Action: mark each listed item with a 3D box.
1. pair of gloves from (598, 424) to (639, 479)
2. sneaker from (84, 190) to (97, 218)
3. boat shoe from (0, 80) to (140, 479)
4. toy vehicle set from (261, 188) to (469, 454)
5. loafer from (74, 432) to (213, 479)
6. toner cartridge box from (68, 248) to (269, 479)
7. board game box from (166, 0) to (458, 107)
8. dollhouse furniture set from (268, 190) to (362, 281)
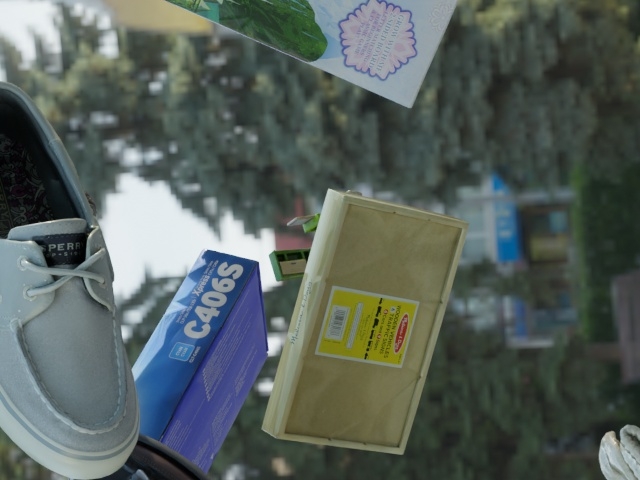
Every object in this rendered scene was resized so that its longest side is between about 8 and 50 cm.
[{"bbox_3d":[0.297,0.254,1.306,0.240,0.042,0.204,56,180,11],"label":"pair of gloves"},{"bbox_3d":[-0.284,0.024,1.634,0.281,0.106,0.163,-137,46,-66],"label":"sneaker"},{"bbox_3d":[-0.151,0.014,0.867,0.227,0.079,0.081,65,147,26],"label":"boat shoe"},{"bbox_3d":[0.049,0.090,1.748,0.035,0.166,0.267,24,100,58],"label":"toy vehicle set"},{"bbox_3d":[-0.112,0.288,1.453,0.109,0.302,0.095,-54,-9,35],"label":"loafer"},{"bbox_3d":[-0.159,0.188,1.823,0.165,0.075,0.348,85,-155,-44],"label":"toner cartridge box"},{"bbox_3d":[-0.002,-0.321,1.419,0.066,0.318,0.319,-72,5,-82],"label":"board game box"},{"bbox_3d":[0.000,0.000,1.984,0.151,0.058,0.076,-35,67,51],"label":"dollhouse furniture set"}]
